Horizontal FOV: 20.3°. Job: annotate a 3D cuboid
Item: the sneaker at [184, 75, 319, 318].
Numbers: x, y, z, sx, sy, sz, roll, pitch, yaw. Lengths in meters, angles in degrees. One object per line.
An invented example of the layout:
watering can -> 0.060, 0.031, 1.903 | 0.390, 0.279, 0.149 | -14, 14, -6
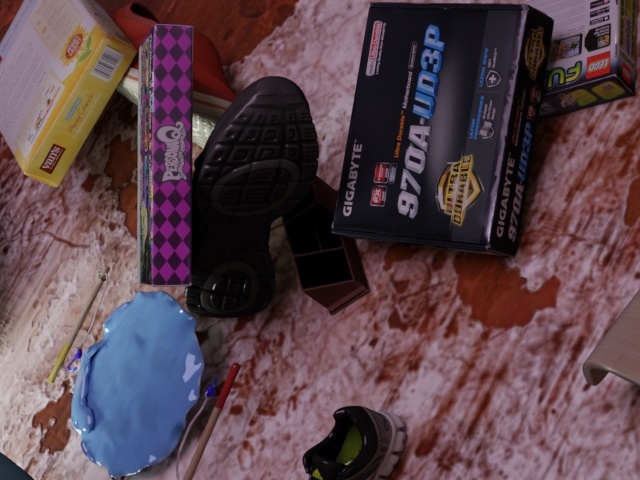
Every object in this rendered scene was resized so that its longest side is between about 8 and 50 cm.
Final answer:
sneaker -> -0.079, -0.056, 1.663 | 0.286, 0.109, 0.130 | 113, 155, -44

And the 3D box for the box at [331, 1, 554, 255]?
box -> 0.109, -0.102, 1.611 | 0.175, 0.051, 0.220 | 7, 86, 38

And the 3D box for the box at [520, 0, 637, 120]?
box -> 0.188, -0.163, 1.640 | 0.207, 0.036, 0.114 | -14, 56, 34

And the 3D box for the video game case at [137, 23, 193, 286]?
video game case -> -0.146, -0.073, 1.661 | 0.210, 0.041, 0.232 | 173, 98, -81

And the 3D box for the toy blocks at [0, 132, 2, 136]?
toy blocks -> -0.334, -0.149, 2.061 | 0.123, 0.054, 0.148 | -3, 63, 38

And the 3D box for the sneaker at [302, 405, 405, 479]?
sneaker -> 0.011, 0.214, 1.526 | 0.063, 0.075, 0.170 | 14, 74, 44

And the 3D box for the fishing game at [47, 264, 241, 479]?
fishing game -> -0.174, 0.143, 1.749 | 0.264, 0.041, 0.189 | 26, 94, 47

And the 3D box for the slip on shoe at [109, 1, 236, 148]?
slip on shoe -> -0.147, -0.174, 1.879 | 0.101, 0.123, 0.331 | -51, 39, -3

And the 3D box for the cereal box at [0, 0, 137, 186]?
cereal box -> -0.289, -0.183, 1.926 | 0.173, 0.047, 0.240 | -58, 33, 13

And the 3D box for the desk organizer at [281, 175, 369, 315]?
desk organizer -> 0.000, 0.000, 1.687 | 0.047, 0.050, 0.130 | -34, 47, 20

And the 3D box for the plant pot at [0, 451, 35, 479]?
plant pot -> -0.315, 0.328, 1.623 | 0.195, 0.290, 0.290 | 18, 73, 7

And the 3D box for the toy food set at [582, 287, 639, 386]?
toy food set -> 0.367, 0.071, 1.320 | 0.306, 0.092, 0.220 | 26, 71, 45
